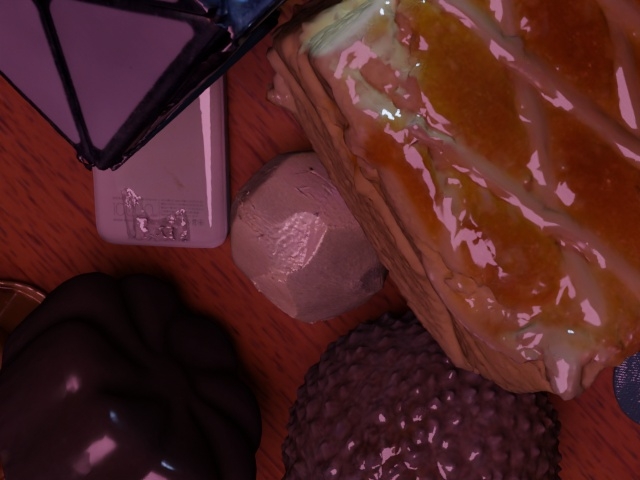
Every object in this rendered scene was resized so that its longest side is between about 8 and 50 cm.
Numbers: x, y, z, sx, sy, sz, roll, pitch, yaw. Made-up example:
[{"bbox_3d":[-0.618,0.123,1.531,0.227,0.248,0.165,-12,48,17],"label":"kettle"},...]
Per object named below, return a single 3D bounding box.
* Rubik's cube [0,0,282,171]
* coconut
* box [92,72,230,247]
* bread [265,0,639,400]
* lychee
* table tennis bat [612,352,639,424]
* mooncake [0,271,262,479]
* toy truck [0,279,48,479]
[{"bbox_3d":[-0.146,-0.294,1.448,0.310,0.305,0.307,46,144,-3],"label":"Rubik's cube"},{"bbox_3d":[-0.002,0.000,1.634,0.162,0.161,0.161,45,119,38],"label":"coconut"},{"bbox_3d":[-0.165,-0.130,1.699,0.142,0.044,0.285,3,110,10],"label":"box"},{"bbox_3d":[0.195,-0.109,1.433,0.371,0.279,0.390,-32,95,-11],"label":"bread"},{"bbox_3d":[0.089,0.211,1.643,0.300,0.300,0.300,4,110,12],"label":"lychee"},{"bbox_3d":[0.351,0.122,1.684,0.100,0.019,0.155,14,113,8],"label":"table tennis bat"},{"bbox_3d":[-0.189,0.177,1.673,0.306,0.306,0.154,46,115,-6],"label":"mooncake"},{"bbox_3d":[-0.414,0.166,1.773,0.288,0.211,0.204,-11,106,13],"label":"toy truck"}]
